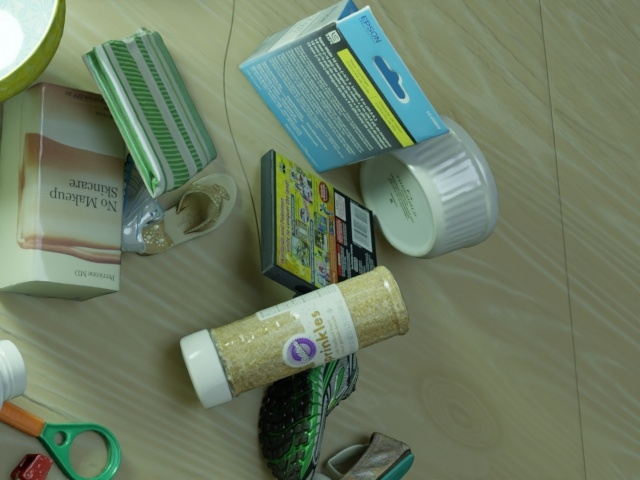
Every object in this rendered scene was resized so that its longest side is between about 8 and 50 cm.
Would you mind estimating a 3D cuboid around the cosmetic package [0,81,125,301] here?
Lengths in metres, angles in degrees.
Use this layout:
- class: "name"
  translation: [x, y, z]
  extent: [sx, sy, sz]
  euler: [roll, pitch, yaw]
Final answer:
- class: "cosmetic package"
  translation: [-0.383, -0.068, 1.761]
  extent: [0.153, 0.129, 0.296]
  euler: [8, 76, -39]

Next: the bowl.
- class: "bowl"
  translation: [-0.483, -0.298, 1.691]
  extent: [0.156, 0.290, 0.289]
  euler: [69, 29, -68]

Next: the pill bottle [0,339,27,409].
- class: "pill bottle"
  translation: [-0.512, 0.202, 1.607]
  extent: [0.215, 0.117, 0.117]
  euler: [-16, 91, -40]

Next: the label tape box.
- class: "label tape box"
  translation: [0.057, -0.269, 2.021]
  extent: [0.249, 0.348, 0.115]
  euler: [53, 53, -18]

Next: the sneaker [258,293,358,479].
- class: "sneaker"
  translation: [0.002, 0.254, 2.007]
  extent: [0.146, 0.134, 0.343]
  euler: [30, 63, -32]

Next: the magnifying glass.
- class: "magnifying glass"
  translation: [-0.393, 0.288, 1.750]
  extent: [0.231, 0.026, 0.092]
  euler: [36, 60, -30]

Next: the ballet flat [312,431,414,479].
- class: "ballet flat"
  translation: [0.036, 0.425, 2.021]
  extent: [0.106, 0.107, 0.316]
  euler: [35, 37, 20]

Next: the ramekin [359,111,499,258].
- class: "ramekin"
  translation: [0.184, -0.090, 2.154]
  extent: [0.127, 0.273, 0.272]
  euler: [-27, 98, -27]

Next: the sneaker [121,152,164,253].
- class: "sneaker"
  translation: [-0.281, -0.066, 1.869]
  extent: [0.083, 0.071, 0.190]
  euler: [13, 78, -6]

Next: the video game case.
- class: "video game case"
  translation: [0.000, 0.000, 2.054]
  extent: [0.248, 0.035, 0.274]
  euler: [31, 39, -31]

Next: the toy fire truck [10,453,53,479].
- class: "toy fire truck"
  translation: [-0.404, 0.416, 1.695]
  extent: [0.135, 0.047, 0.192]
  euler: [38, 60, -27]

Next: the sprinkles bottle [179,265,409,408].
- class: "sprinkles bottle"
  translation: [-0.041, 0.152, 1.896]
  extent: [0.356, 0.121, 0.121]
  euler: [-20, 94, -8]

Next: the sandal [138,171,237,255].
- class: "sandal"
  translation: [-0.199, -0.046, 1.940]
  extent: [0.240, 0.079, 0.088]
  euler: [-34, 103, -39]

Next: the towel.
- class: "towel"
  translation: [-0.257, -0.205, 1.840]
  extent: [0.247, 0.038, 0.325]
  euler: [64, 13, -10]
